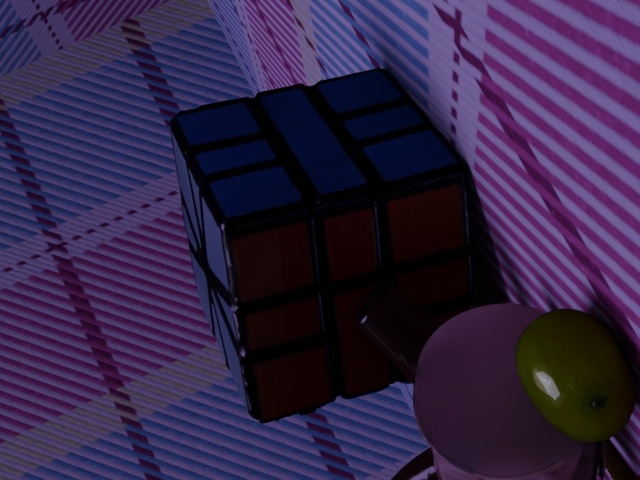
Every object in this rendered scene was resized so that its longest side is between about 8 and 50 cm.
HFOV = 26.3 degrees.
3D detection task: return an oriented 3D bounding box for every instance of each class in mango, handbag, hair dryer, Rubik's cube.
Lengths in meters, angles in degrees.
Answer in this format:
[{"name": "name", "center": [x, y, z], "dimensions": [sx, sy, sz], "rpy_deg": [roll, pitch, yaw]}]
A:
[{"name": "mango", "center": [0.223, 0.118, 1.180], "dimensions": [0.117, 0.089, 0.163], "rpy_deg": [55, -175, 18]}, {"name": "handbag", "center": [0.183, 0.173, 1.315], "dimensions": [0.116, 0.179, 0.205], "rpy_deg": [76, -167, -51]}, {"name": "hair dryer", "center": [0.098, 0.232, 1.531], "dimensions": [0.312, 0.340, 0.123], "rpy_deg": [39, -144, -9]}, {"name": "Rubik's cube", "center": [0.000, 0.000, 1.580], "dimensions": [0.288, 0.283, 0.294], "rpy_deg": [-123, 24, -56]}]

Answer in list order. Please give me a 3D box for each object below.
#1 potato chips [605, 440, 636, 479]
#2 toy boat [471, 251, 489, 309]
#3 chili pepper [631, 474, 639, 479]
[{"name": "potato chips", "center": [0.284, 0.223, 1.350], "dimensions": [0.204, 0.037, 0.026], "rpy_deg": [-112, 9, -55]}, {"name": "toy boat", "center": [0.208, 0.143, 1.671], "dimensions": [0.293, 0.055, 0.093], "rpy_deg": [67, 174, -23]}, {"name": "chili pepper", "center": [0.243, 0.273, 1.200], "dimensions": [0.065, 0.169, 0.088], "rpy_deg": [65, 174, -30]}]
